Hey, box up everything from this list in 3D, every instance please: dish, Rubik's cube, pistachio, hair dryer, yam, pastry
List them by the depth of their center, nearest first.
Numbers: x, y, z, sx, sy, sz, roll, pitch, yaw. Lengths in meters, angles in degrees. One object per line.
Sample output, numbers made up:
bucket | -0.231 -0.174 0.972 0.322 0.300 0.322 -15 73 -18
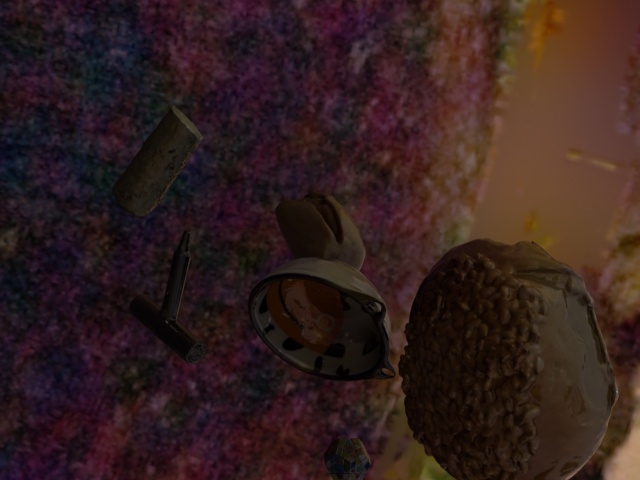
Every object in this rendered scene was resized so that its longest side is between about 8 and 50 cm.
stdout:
yam | -0.249 -0.121 1.468 0.179 0.078 0.078 -52 171 19
pastry | 0.267 0.196 1.485 0.245 0.409 0.409 -2 116 -29
hair dryer | -0.238 0.089 1.638 0.050 0.173 0.195 2 117 -53
dish | 0.017 0.125 1.741 0.303 0.303 0.120 92 20 -44
Rubik's cube | 0.060 0.496 2.156 0.111 0.093 0.111 -25 90 -86
pistachio | 0.000 0.000 2.249 0.166 0.288 0.197 -7 128 -23
